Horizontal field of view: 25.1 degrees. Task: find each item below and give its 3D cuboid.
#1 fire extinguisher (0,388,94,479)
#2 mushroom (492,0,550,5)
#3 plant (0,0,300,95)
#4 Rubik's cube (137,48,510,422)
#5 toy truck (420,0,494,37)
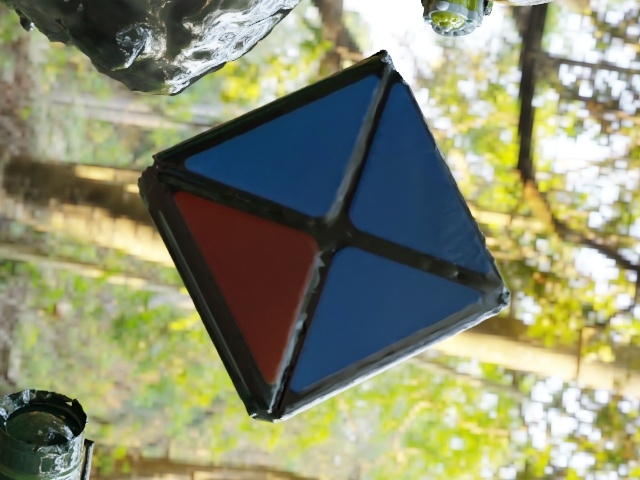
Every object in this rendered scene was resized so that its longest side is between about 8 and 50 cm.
[{"bbox_3d":[-0.288,0.293,1.425,0.118,0.093,0.294,-26,135,-49],"label":"fire extinguisher"},{"bbox_3d":[0.148,-0.255,0.875,0.138,0.194,0.231,-106,-171,-64],"label":"mushroom"},{"bbox_3d":[-0.112,-0.184,0.657,0.215,0.312,0.213,46,26,-45],"label":"plant"},{"bbox_3d":[0.000,0.000,1.294,0.250,0.248,0.246,132,-67,-88],"label":"Rubik's cube"},{"bbox_3d":[0.135,-0.263,1.442,0.077,0.076,0.111,38,59,-70],"label":"toy truck"}]
